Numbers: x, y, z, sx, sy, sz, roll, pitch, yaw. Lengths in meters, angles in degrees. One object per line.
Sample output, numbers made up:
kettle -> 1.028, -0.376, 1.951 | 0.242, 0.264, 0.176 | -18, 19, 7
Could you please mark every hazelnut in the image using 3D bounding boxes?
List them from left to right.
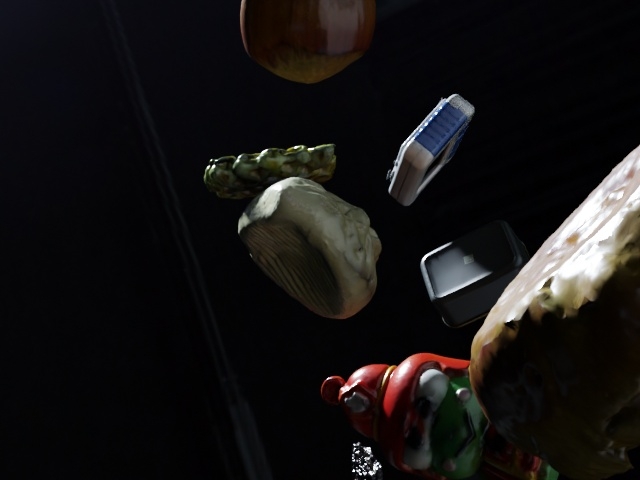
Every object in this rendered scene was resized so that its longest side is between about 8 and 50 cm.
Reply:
hazelnut -> -0.014, -0.340, 1.493 | 0.210, 0.210, 0.186 | 30, -136, -42

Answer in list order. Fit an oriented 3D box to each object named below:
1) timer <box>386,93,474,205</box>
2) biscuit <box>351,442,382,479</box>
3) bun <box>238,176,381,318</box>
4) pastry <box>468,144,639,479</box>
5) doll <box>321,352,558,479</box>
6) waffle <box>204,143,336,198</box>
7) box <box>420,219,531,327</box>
timer -> 0.215, -0.183, 1.998 | 0.078, 0.253, 0.178 | 40, -106, 8
biscuit -> 0.063, 0.317, 1.361 | 0.027, 0.089, 0.087 | -4, -116, -13
bun -> 0.000, 0.000, 1.404 | 0.133, 0.231, 0.231 | -47, -67, -27
pastry -> 0.265, 0.040, 0.818 | 0.164, 0.356, 0.356 | 41, -144, 8
doll -> 0.171, 0.256, 1.430 | 0.160, 0.363, 0.183 | -6, -73, -72
waffle -> -0.076, -0.098, 1.514 | 0.223, 0.204, 0.054 | 89, 174, -83
box -> 0.299, 0.061, 1.892 | 0.090, 0.201, 0.144 | 50, -159, -42
